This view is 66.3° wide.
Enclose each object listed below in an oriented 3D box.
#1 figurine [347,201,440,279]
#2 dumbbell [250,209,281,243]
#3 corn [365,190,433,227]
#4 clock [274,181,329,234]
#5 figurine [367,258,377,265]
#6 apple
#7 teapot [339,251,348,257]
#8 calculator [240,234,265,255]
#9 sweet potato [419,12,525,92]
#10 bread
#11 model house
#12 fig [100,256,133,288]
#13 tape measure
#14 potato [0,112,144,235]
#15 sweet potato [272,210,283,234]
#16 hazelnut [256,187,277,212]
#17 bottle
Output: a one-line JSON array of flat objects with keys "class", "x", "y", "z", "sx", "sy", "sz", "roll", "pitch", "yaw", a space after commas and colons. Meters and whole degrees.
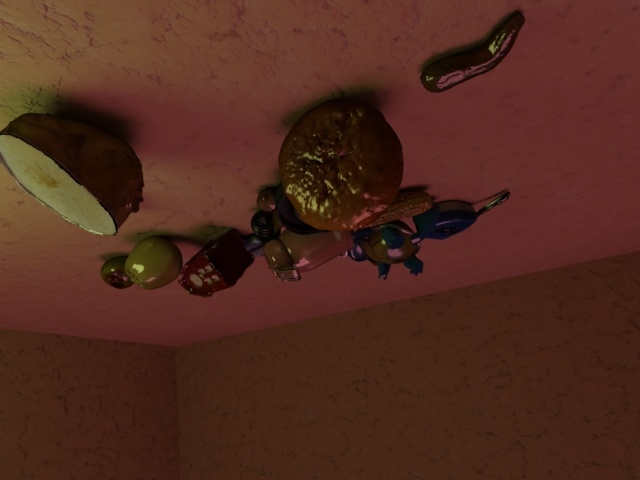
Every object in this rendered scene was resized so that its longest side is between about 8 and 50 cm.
[{"class": "figurine", "x": 0.245, "y": 0.001, "z": 1.808, "sx": 0.415, "sy": 0.243, "sz": 0.298, "roll": -21, "pitch": 140, "yaw": 31}, {"class": "dumbbell", "x": -0.187, "y": -0.047, "z": 1.688, "sx": 0.099, "sy": 0.099, "sz": 0.208, "roll": -7, "pitch": 162, "yaw": -3}, {"class": "corn", "x": 0.231, "y": -0.111, "z": 1.689, "sx": 0.312, "sy": 0.102, "sz": 0.102, "roll": -15, "pitch": 160, "yaw": 11}, {"class": "clock", "x": 0.021, "y": -0.135, "z": 1.458, "sx": 0.324, "sy": 0.067, "sz": 0.325, "roll": -15, "pitch": 151, "yaw": -9}, {"class": "figurine", "x": 0.276, "y": 0.026, "z": 2.075, "sx": 0.271, "sy": 0.144, "sz": 0.143, "roll": -20, "pitch": 170, "yaw": -35}, {"class": "apple", "x": -0.593, "y": 0.079, "z": 1.748, "sx": 0.199, "sy": 0.200, "sz": 0.200, "roll": -7, "pitch": 161, "yaw": -3}, {"class": "teapot", "x": 0.000, "y": 0.000, "z": 1.837, "sx": 0.226, "sy": 0.145, "sz": 0.092, "roll": 24, "pitch": 126, "yaw": 11}, {"class": "calculator", "x": -0.232, "y": 0.023, "z": 1.960, "sx": 0.188, "sy": 0.043, "sz": 0.302, "roll": -23, "pitch": 157, "yaw": 39}, {"class": "sweet potato", "x": 0.317, "y": -0.376, "z": 1.017, "sx": 0.232, "sy": 0.062, "sz": 0.081, "roll": -24, "pitch": 154, "yaw": 32}, {"class": "bread", "x": 0.055, "y": -0.174, "z": 1.147, "sx": 0.311, "sy": 0.313, "sz": 0.172, "roll": -17, "pitch": 173, "yaw": 24}, {"class": "model house", "x": -0.401, "y": 0.099, "z": 1.810, "sx": 0.253, "sy": 0.160, "sz": 0.196, "roll": -27, "pitch": -162, "yaw": 37}, {"class": "fig", "x": -0.775, "y": 0.125, "z": 1.903, "sx": 0.135, "sy": 0.121, "sz": 0.153, "roll": -4, "pitch": 162, "yaw": 3}, {"class": "tape measure", "x": 0.524, "y": -0.098, "z": 1.854, "sx": 0.215, "sy": 0.098, "sz": 0.351, "roll": 6, "pitch": 154, "yaw": -37}, {"class": "potato", "x": -0.528, "y": -0.174, "z": 1.079, "sx": 0.246, "sy": 0.196, "sz": 0.300, "roll": -6, "pitch": 138, "yaw": 37}, {"class": "sweet potato", "x": -0.092, "y": -0.124, "z": 1.555, "sx": 0.074, "sy": 0.075, "sz": 0.269, "roll": 7, "pitch": 139, "yaw": -37}, {"class": "hazelnut", "x": -0.157, "y": -0.126, "z": 1.519, "sx": 0.086, "sy": 0.087, "sz": 0.086, "roll": -7, "pitch": 161, "yaw": -3}, {"class": "bottle", "x": -0.042, "y": 0.022, "z": 1.664, "sx": 0.296, "sy": 0.206, "sz": 0.173, "roll": -26, "pitch": 129, "yaw": -15}]
